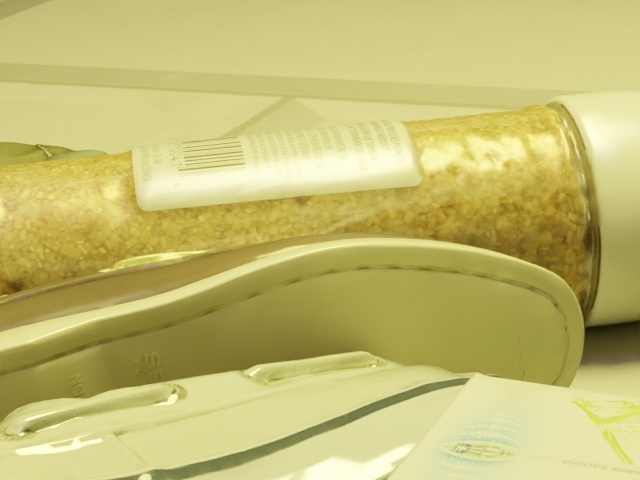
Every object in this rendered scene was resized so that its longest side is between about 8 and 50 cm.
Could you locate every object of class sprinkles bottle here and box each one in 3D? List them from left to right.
[{"bbox_3d":[0.000,0.000,0.789,0.355,0.121,0.121,-6,20,-7],"label":"sprinkles bottle"}]

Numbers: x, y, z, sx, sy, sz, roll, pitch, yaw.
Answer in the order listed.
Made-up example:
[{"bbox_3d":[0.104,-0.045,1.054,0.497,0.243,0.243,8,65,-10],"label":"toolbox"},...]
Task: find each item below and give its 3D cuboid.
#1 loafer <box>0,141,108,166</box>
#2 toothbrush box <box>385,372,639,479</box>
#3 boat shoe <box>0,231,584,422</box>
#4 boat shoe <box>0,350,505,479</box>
[{"bbox_3d":[-0.221,-0.005,0.887,0.087,0.094,0.251,15,17,29],"label":"loafer"},{"bbox_3d":[0.136,0.143,0.380,0.283,0.122,0.206,5,23,26],"label":"toothbrush box"},{"bbox_3d":[-0.048,0.056,0.663,0.324,0.117,0.097,-12,18,-17],"label":"boat shoe"},{"bbox_3d":[-0.082,0.102,0.510,0.367,0.136,0.156,-17,24,-39],"label":"boat shoe"}]
